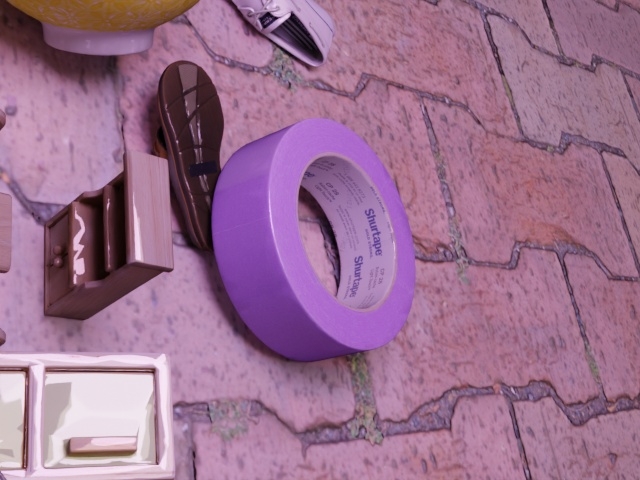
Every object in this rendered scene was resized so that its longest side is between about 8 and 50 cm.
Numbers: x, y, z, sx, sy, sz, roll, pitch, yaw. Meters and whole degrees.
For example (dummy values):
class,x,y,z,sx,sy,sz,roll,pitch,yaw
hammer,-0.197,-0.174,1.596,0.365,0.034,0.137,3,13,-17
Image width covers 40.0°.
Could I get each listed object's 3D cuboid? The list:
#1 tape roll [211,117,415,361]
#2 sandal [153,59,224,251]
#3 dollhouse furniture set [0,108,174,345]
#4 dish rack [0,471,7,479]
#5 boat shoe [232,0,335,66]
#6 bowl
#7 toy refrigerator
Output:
class,x,y,z,sx,sy,sz,roll,pitch,yaw
tape roll,0.000,0.000,1.031,0.275,0.090,0.275,24,59,-46
sandal,-0.150,-0.094,0.997,0.090,0.060,0.219,-15,95,-53
dollhouse furniture set,-0.271,-0.017,0.744,0.242,0.161,0.212,13,59,-41
dish rack,-0.281,0.199,0.544,0.208,0.074,0.271,-35,96,-23
boat shoe,-0.062,-0.316,1.184,0.226,0.083,0.076,26,50,-35
bowl,-0.232,-0.283,0.915,0.289,0.289,0.156,-25,130,-49
toy refrigerator,-0.252,0.142,0.663,0.269,0.094,0.102,5,64,-23
